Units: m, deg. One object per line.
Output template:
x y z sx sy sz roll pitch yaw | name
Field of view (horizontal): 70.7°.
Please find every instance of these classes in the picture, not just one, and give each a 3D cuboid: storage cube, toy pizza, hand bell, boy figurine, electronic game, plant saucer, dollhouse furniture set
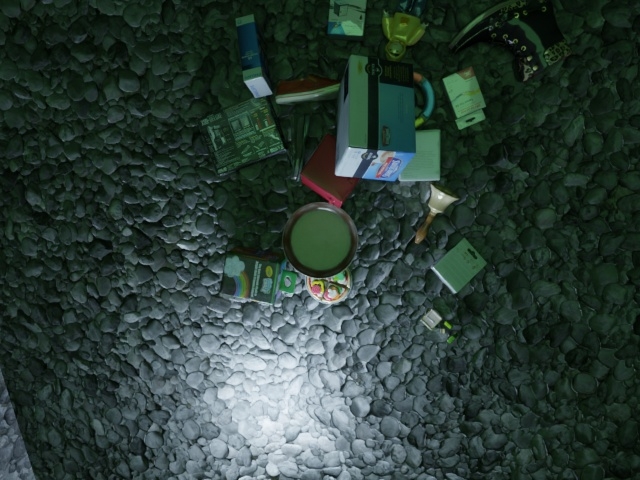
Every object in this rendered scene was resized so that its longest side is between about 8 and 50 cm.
0.050 -0.260 1.729 0.193 0.183 0.215 35 88 1 | storage cube
0.033 0.170 1.893 0.201 0.032 0.202 1 99 7 | toy pizza
0.433 -0.093 1.777 0.126 0.126 0.242 26 113 3 | hand bell
0.304 -0.800 1.679 0.177 0.092 0.286 24 98 1 | boy figurine
0.327 -0.536 1.737 0.228 0.048 0.230 1 99 8 | electronic game
0.000 0.000 1.846 0.310 0.050 0.311 0 90 5 | plant saucer
0.498 0.350 1.865 0.151 0.058 0.076 44 110 19 | dollhouse furniture set

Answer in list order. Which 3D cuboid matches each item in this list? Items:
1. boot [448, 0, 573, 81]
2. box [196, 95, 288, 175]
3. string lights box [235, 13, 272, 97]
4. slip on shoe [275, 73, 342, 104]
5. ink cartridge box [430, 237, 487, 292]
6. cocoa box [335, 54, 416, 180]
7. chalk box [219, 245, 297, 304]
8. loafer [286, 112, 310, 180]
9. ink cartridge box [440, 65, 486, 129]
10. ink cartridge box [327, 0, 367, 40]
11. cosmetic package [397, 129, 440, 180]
0.687 -0.708 1.624 0.377 0.138 0.284 -30 94 5 | boot
-0.314 -0.425 1.823 0.307 0.076 0.243 -20 95 10 | box
-0.252 -0.694 1.709 0.076 0.133 0.260 -11 80 8 | string lights box
-0.018 -0.596 1.742 0.330 0.123 0.102 -4 94 13 | slip on shoe
0.555 0.100 1.820 0.179 0.045 0.145 -42 91 -7 | ink cartridge box
0.185 -0.413 1.559 0.227 0.231 0.348 5 73 -9 | cocoa box
-0.239 0.144 1.852 0.288 0.179 0.181 12 99 4 | chalk box
-0.101 -0.372 1.791 0.084 0.096 0.268 9 91 -9 | loafer
0.544 -0.533 1.699 0.115 0.067 0.198 -22 96 10 | ink cartridge box
0.104 -0.863 1.700 0.139 0.082 0.191 6 101 6 | ink cartridge box
0.370 -0.320 1.712 0.151 0.151 0.184 0 100 7 | cosmetic package
